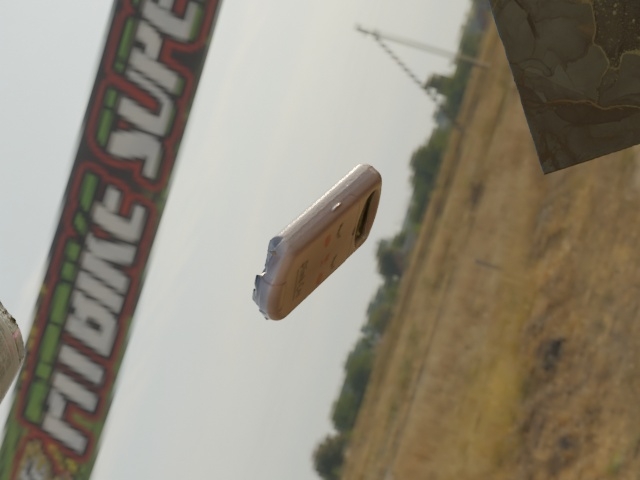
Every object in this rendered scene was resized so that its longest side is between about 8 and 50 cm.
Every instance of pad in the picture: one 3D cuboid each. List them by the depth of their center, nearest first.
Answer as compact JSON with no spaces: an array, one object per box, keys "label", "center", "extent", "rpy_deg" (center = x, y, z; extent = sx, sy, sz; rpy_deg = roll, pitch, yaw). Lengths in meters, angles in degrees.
[{"label":"pad","center":[0.295,-0.278,1.366],"extent":[0.007,0.248,0.367],"rpy_deg":[-71,-37,-80]}]

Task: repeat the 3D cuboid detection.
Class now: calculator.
[{"label":"calculator","center":[0.000,0.000,1.162],"extent":[0.175,0.032,0.100],"rpy_deg":[-42,-23,-36]}]

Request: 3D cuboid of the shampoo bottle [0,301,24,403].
[{"label":"shampoo bottle","center":[-0.244,0.079,0.865],"extent":[0.056,0.086,0.227],"rpy_deg":[-34,10,0]}]
